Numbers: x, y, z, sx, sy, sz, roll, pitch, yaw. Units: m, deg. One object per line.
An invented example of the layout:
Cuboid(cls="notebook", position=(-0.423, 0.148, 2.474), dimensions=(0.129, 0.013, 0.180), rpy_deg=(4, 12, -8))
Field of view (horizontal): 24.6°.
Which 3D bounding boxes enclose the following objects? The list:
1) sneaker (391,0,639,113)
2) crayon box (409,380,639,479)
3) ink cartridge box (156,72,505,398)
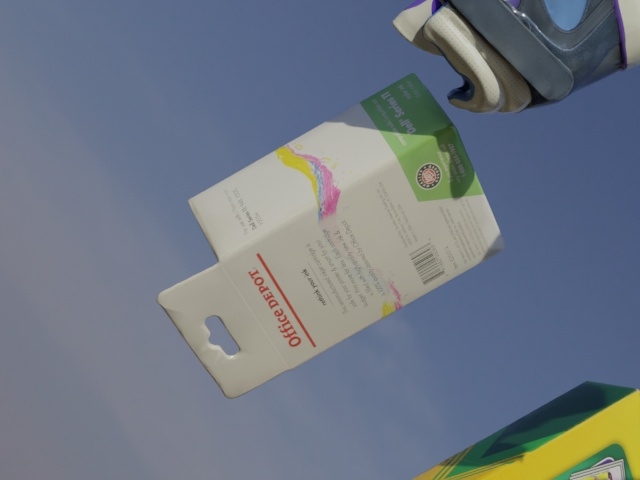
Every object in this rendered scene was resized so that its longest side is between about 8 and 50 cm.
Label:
Cuboid(cls="sneaker", position=(0.172, -0.280, 1.414), dimensions=(0.130, 0.236, 0.323), rpy_deg=(-102, 174, -73))
Cuboid(cls="crayon box", position=(0.264, 0.387, 1.647), dimensions=(0.106, 0.313, 0.363), rpy_deg=(2, -68, 60))
Cuboid(cls="ink cartridge box", position=(0.000, 0.000, 1.587), dimensions=(0.207, 0.353, 0.119), rpy_deg=(61, -1, -43))
